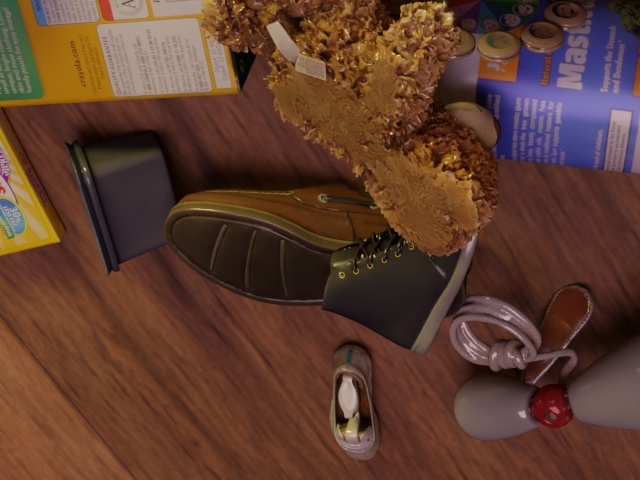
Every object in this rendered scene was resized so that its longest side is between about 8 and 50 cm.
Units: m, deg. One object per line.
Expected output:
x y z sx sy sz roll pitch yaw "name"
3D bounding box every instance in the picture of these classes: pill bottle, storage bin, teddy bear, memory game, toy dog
0.189 -0.146 1.337 0.272 0.152 0.152 7 125 10 "pill bottle"
-0.198 -0.047 1.535 0.091 0.098 0.135 -17 123 -10 "storage bin"
0.031 -0.145 1.232 0.338 0.113 0.245 39 147 14 "teddy bear"
0.139 -0.211 1.289 0.186 0.186 0.012 5 134 8 "memory game"
0.306 0.122 1.531 0.333 0.161 0.220 9 130 23 "toy dog"

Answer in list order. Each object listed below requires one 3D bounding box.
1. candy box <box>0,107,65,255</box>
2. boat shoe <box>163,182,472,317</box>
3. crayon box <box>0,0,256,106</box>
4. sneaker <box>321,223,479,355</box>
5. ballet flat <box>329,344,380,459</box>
-0.358 -0.076 1.578 0.105 0.027 0.206 -14 121 16 "candy box"
0.000 0.000 1.514 0.307 0.104 0.111 14 135 0 "boat shoe"
-0.239 -0.235 1.409 0.323 0.083 0.203 -2 123 12 "crayon box"
0.076 0.007 1.382 0.118 0.083 0.222 19 125 -1 "sneaker"
0.033 0.191 1.666 0.057 0.052 0.168 0 124 12 "ballet flat"
